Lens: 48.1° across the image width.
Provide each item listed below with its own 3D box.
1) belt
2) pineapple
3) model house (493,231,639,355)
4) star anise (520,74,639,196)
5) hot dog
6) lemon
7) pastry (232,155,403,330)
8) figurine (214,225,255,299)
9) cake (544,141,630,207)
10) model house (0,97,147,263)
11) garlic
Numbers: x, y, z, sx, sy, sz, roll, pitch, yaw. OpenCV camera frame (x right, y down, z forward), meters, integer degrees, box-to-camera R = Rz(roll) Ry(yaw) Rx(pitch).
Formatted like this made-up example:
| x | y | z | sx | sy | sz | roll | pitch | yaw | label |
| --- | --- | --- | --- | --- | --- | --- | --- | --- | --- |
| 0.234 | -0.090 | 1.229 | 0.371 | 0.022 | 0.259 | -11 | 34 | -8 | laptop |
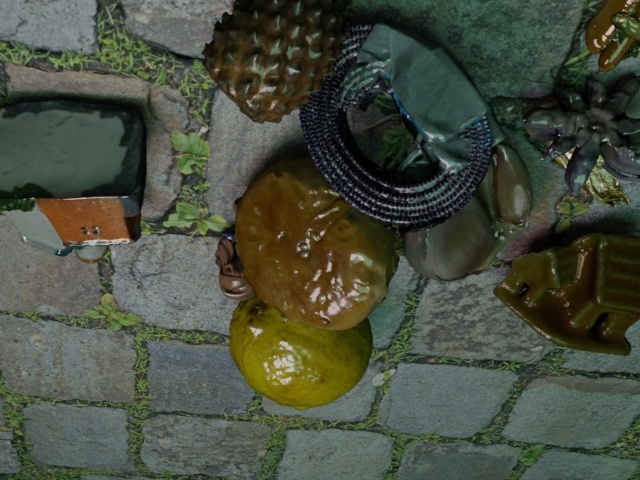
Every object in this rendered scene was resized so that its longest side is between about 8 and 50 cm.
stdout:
| x | y | z | sx | sy | sz | roll | pitch | yaw | label |
| --- | --- | --- | --- | --- | --- | --- | --- | --- | --- |
| 0.113 | -0.175 | 1.084 | 0.260 | 0.122 | 0.324 | -38 | 83 | 16 | belt |
| 0.000 | -0.324 | 0.984 | 0.361 | 0.175 | 0.175 | -42 | 124 | 4 | pineapple |
| 0.507 | 0.078 | 1.382 | 0.268 | 0.173 | 0.239 | 9 | 133 | -12 | model house |
| 0.434 | -0.173 | 1.151 | 0.237 | 0.229 | 0.093 | 15 | 166 | 1 | star anise |
| 0.482 | -0.360 | 1.043 | 0.109 | 0.072 | 0.269 | 17 | 130 | -12 | hot dog |
| -0.035 | 0.203 | 1.443 | 0.268 | 0.268 | 0.322 | -29 | 134 | 24 | lemon |
| 0.000 | 0.000 | 1.262 | 0.316 | 0.184 | 0.284 | 44 | 119 | 14 | pastry |
| -0.157 | 0.051 | 1.384 | 0.114 | 0.157 | 0.126 | 1 | 142 | 28 | figurine |
| 0.459 | -0.121 | 1.241 | 0.080 | 0.116 | 0.185 | -29 | 131 | 20 | cake |
| -0.425 | -0.077 | 1.262 | 0.272 | 0.190 | 0.300 | -1 | 149 | -4 | model house |
| 0.250 | -0.053 | 1.242 | 0.238 | 0.210 | 0.292 | -21 | 139 | 27 | garlic |
